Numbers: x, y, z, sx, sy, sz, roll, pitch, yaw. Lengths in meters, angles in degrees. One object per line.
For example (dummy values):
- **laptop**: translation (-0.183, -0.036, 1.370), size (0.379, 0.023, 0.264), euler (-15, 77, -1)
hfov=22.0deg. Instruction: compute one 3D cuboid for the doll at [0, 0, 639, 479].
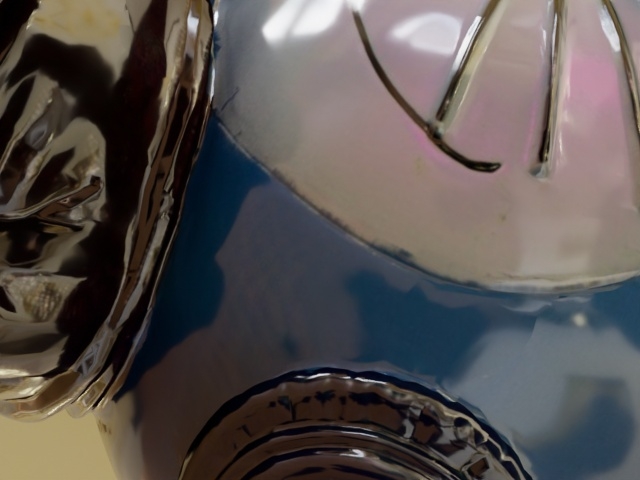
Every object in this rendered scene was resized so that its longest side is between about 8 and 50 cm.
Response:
- **doll**: translation (0.000, 0.000, 0.482), size (0.284, 0.310, 0.240), euler (-87, -164, -56)
